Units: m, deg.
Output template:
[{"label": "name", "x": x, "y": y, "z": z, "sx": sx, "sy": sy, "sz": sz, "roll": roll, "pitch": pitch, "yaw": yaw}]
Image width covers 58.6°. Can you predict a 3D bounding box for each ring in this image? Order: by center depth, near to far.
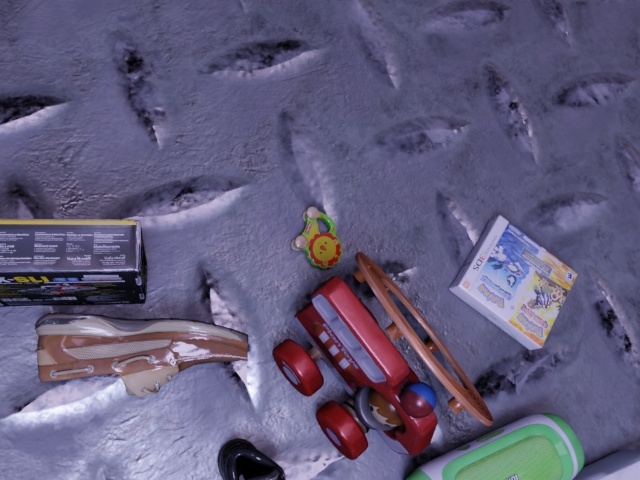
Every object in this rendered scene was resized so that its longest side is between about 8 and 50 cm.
[{"label": "ring", "x": 0.157, "y": 0.156, "z": 0.919, "sx": 0.032, "sy": 0.336, "sz": 0.336, "roll": -40, "pitch": 86, "yaw": 7}]

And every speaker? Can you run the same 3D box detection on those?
[{"label": "speaker", "x": 0.295, "y": 0.399, "z": 0.970, "sx": 0.297, "sy": 0.131, "sz": 0.131, "roll": -17, "pitch": 79, "yaw": -19}]

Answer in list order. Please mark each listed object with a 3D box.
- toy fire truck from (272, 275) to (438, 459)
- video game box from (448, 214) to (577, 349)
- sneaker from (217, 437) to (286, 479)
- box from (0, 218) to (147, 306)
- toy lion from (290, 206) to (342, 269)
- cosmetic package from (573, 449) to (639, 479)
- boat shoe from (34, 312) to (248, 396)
[{"label": "toy fire truck", "x": 0.069, "y": 0.209, "z": 0.896, "sx": 0.169, "sy": 0.254, "sz": 0.302, "roll": -35, "pitch": 85, "yaw": -21}, {"label": "video game box", "x": 0.384, "y": 0.081, "z": 1.131, "sx": 0.205, "sy": 0.048, "sz": 0.187, "roll": 36, "pitch": 71, "yaw": -2}, {"label": "sneaker", "x": -0.076, "y": 0.410, "z": 0.866, "sx": 0.087, "sy": 0.130, "sz": 0.227, "roll": -30, "pitch": 85, "yaw": -19}, {"label": "box", "x": -0.418, "y": 0.039, "z": 0.816, "sx": 0.322, "sy": 0.257, "sz": 0.079, "roll": 0, "pitch": 73, "yaw": -14}, {"label": "toy lion", "x": 0.000, "y": 0.000, "z": 1.063, "sx": 0.096, "sy": 0.034, "sz": 0.100, "roll": 26, "pitch": 69, "yaw": -14}, {"label": "cosmetic package", "x": 0.522, "y": 0.598, "z": 0.986, "sx": 0.284, "sy": 0.097, "sz": 0.377, "roll": -14, "pitch": 78, "yaw": -20}, {"label": "boat shoe", "x": -0.276, "y": 0.181, "z": 0.895, "sx": 0.324, "sy": 0.122, "sz": 0.119, "roll": 4, "pitch": 78, "yaw": -5}]
